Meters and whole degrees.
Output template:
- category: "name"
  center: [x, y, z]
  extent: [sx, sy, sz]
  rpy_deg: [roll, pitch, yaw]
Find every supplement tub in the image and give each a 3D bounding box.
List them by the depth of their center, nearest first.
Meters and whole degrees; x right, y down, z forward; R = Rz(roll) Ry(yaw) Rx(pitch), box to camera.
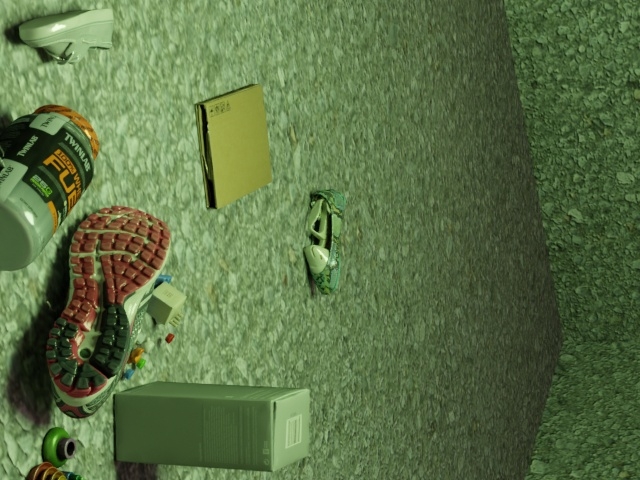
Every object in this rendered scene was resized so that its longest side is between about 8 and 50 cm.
- category: "supplement tub"
  center: [-0.330, -0.065, 1.540]
  extent: [0.190, 0.117, 0.117]
  rpy_deg: [-64, 146, -46]

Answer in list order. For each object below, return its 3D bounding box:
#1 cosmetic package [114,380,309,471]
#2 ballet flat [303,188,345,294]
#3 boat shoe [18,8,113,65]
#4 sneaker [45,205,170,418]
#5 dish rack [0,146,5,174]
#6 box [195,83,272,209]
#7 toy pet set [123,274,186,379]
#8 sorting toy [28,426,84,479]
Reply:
- category: "cosmetic package"
  center: [-0.145, 0.247, 1.830]
  extent: [0.127, 0.238, 0.107]
  rpy_deg: [-7, 100, -70]
- category: "ballet flat"
  center: [0.000, 0.000, 2.403]
  extent: [0.070, 0.070, 0.188]
  rpy_deg: [30, 61, -64]
- category: "boat shoe"
  center: [-0.308, -0.247, 1.673]
  extent: [0.184, 0.066, 0.063]
  rpy_deg: [-47, 133, -71]
- category: "sneaker"
  center: [-0.275, 0.080, 1.706]
  extent: [0.112, 0.121, 0.299]
  rpy_deg: [108, 0, -53]
- category: "dish rack"
  center: [-0.423, -0.109, 1.333]
  extent: [0.271, 0.074, 0.208]
  rpy_deg: [64, 35, -31]
- category: "box"
  center: [-0.132, -0.148, 2.125]
  extent: [0.201, 0.021, 0.164]
  rpy_deg: [-33, 121, -63]
- category: "toy pet set"
  center: [-0.239, 0.107, 1.859]
  extent: [0.122, 0.065, 0.114]
  rpy_deg: [-43, 164, -56]
- category: "sorting toy"
  center: [-0.317, 0.278, 1.670]
  extent: [0.061, 0.042, 0.102]
  rpy_deg: [68, 31, -42]
